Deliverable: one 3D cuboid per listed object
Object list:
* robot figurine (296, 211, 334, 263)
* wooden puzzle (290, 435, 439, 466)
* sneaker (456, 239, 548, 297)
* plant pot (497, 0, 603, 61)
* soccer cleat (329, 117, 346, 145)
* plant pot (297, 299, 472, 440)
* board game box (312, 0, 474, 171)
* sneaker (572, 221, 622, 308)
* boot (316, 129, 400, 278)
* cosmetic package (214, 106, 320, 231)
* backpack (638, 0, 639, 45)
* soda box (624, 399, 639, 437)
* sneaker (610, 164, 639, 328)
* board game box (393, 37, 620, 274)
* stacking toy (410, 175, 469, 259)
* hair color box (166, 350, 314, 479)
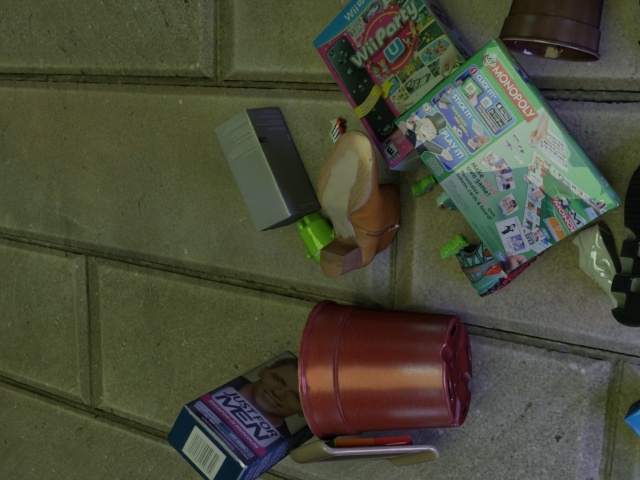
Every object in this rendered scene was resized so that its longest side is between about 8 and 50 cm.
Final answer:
[{"bbox_3d":[0.000,0.000,1.555,0.101,0.067,0.115,-40,78,37],"label":"robot figurine"},{"bbox_3d":[0.080,0.407,1.466,0.221,0.238,0.044,131,143,-63],"label":"wooden puzzle"},{"bbox_3d":[0.337,-0.017,1.323,0.125,0.104,0.262,52,120,15],"label":"sneaker"},{"bbox_3d":[0.379,-0.382,1.200,0.166,0.167,0.165,16,99,28],"label":"plant pot"},{"bbox_3d":[0.034,-0.205,1.519,0.035,0.029,0.083,2,98,40],"label":"soccer cleat"},{"bbox_3d":[0.135,0.243,1.422,0.264,0.272,0.273,-4,97,24],"label":"plant pot"},{"bbox_3d":[0.148,-0.311,1.360,0.224,0.097,0.303,-41,67,31],"label":"board game box"},{"bbox_3d":[0.479,0.048,1.282,0.061,0.053,0.152,-25,80,42],"label":"sneaker"},{"bbox_3d":[0.086,-0.084,1.395,0.104,0.211,0.295,23,121,25],"label":"boot"},{"bbox_3d":[-0.108,-0.146,1.560,0.107,0.127,0.238,-28,86,32],"label":"cosmetic package"},{"bbox_3d":[0.535,-0.373,1.047,0.213,0.276,0.264,-19,83,28],"label":"backpack"},{"bbox_3d":[0.606,0.350,1.246,0.210,0.071,0.067,50,121,14],"label":"soda box"},{"bbox_3d":[0.559,-0.008,1.192,0.122,0.146,0.331,14,85,55],"label":"sneaker"},{"bbox_3d":[0.293,-0.131,1.212,0.213,0.046,0.317,-37,87,31],"label":"board game box"},{"bbox_3d":[0.260,-0.096,1.343,0.221,0.052,0.167,-44,49,31],"label":"stacking toy"},{"bbox_3d":[-0.125,0.362,1.537,0.174,0.347,0.105,40,118,19],"label":"hair color box"}]
